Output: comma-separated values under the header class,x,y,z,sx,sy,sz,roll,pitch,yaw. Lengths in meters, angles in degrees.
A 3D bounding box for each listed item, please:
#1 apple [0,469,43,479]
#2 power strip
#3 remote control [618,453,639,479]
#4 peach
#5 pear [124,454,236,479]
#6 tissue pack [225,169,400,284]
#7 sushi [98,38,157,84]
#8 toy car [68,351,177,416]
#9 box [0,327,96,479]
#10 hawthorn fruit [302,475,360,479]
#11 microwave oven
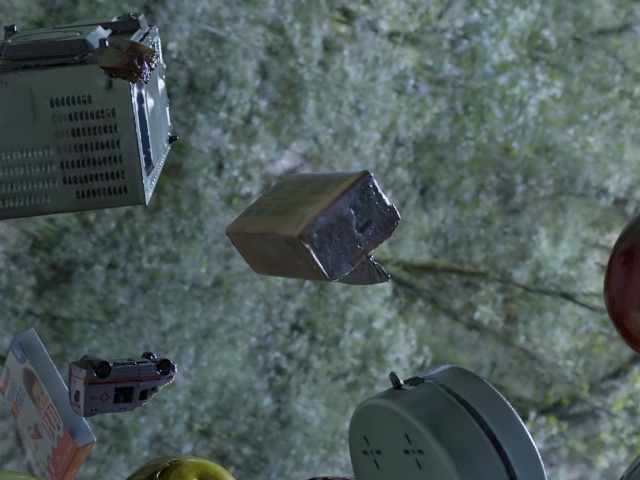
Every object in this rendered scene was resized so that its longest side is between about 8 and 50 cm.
class,x,y,z,sx,sy,sz,roll,pitch,yaw
apple,-0.546,0.538,1.973,0.254,0.292,0.292,-2,122,-28
power strip,0.201,0.371,1.882,0.161,0.357,0.358,-22,139,-29
remote control,0.328,0.161,0.848,0.332,0.103,0.221,0,140,-48
peach,0.475,0.051,1.458,0.199,0.243,0.244,-102,-157,-60
pear,-0.267,0.557,2.137,0.285,0.284,0.337,-27,132,-63
tissue pack,0.000,0.000,2.300,0.238,0.305,0.239,-1,92,-31
sushi,-0.232,-0.219,1.411,0.055,0.120,0.052,36,77,-30
toy car,-0.372,0.271,2.189,0.209,0.089,0.108,0,94,-35
box,-0.556,0.344,2.325,0.048,0.265,0.273,-23,162,-32
hawthorn fruit,0.040,0.428,0.890,0.472,0.471,0.472,-54,158,-33
microwave oven,-0.412,-0.208,1.821,0.394,0.332,0.247,-98,-179,-72
